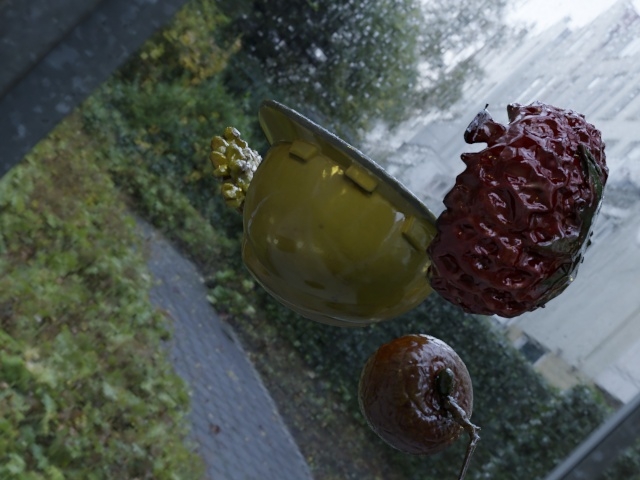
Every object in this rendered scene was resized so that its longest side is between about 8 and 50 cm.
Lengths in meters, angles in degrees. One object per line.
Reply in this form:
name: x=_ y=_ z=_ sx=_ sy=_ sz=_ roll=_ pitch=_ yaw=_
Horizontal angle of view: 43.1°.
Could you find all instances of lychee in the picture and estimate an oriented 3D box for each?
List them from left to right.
lychee: x=0.093 y=0.142 z=0.715 sx=0.140 sy=0.114 sz=0.101 roll=7 pitch=-10 yaw=37

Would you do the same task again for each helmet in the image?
helmet: x=0.000 y=0.000 z=0.784 sx=0.257 sy=0.140 sz=0.205 roll=36 pitch=-13 yaw=9

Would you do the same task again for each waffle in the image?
waffle: x=-0.077 y=-0.041 z=1.265 sx=0.293 sy=0.069 sz=0.259 roll=60 pitch=6 yaw=-31

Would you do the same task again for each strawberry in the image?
strawberry: x=0.124 y=-0.014 z=0.499 sx=0.086 sy=0.145 sz=0.145 roll=18 pitch=-9 yaw=19
